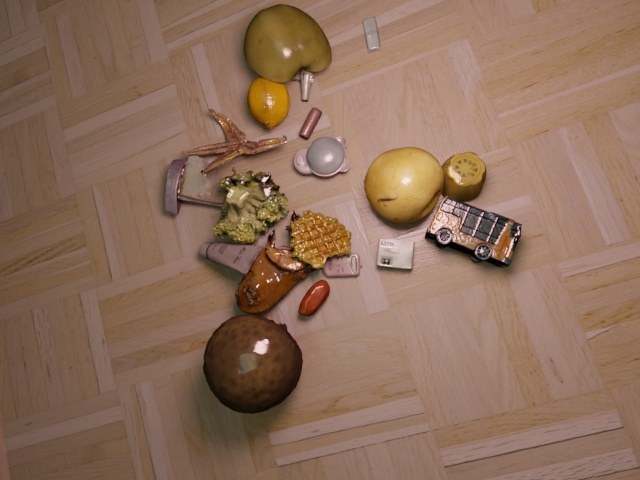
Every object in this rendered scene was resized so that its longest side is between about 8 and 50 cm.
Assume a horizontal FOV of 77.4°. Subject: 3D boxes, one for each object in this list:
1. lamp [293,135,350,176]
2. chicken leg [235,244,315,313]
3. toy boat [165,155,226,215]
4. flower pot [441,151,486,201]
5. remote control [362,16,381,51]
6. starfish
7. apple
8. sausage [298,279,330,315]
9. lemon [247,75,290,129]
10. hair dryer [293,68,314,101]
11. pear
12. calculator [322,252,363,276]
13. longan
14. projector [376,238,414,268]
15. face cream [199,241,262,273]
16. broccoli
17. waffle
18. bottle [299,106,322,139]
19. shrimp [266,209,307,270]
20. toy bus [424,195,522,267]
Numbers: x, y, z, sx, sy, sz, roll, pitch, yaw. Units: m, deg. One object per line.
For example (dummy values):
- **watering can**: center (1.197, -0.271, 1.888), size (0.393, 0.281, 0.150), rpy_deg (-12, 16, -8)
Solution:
- **lamp**: center (-0.001, -0.362, 1.740), size (0.246, 0.108, 0.179), rpy_deg (-8, 79, 11)
- **chicken leg**: center (-0.193, 0.127, 1.716), size (0.410, 0.182, 0.295), rpy_deg (-24, 64, 0)
- **toy boat**: center (-0.586, -0.264, 1.859), size (0.294, 0.111, 0.275), rpy_deg (-8, 86, -1)
- **flower pot**: center (0.563, -0.261, 1.580), size (0.195, 0.179, 0.194), rpy_deg (-2, 82, 11)
- **remote control**: center (0.230, -0.925, 1.790), size (0.061, 0.029, 0.162), rpy_deg (-11, 82, 9)
- **starfish**: center (-0.406, -0.437, 1.783), size (0.384, 0.132, 0.398), rpy_deg (-33, 60, -18)
- **apple**: center (-0.157, -0.864, 1.755), size (0.312, 0.320, 0.360), rpy_deg (-42, 69, 24)
- **sausage**: center (-0.025, 0.245, 1.696), size (0.089, 0.089, 0.179), rpy_deg (33, 82, 13)
- **lemon**: center (-0.231, -0.617, 1.773), size (0.189, 0.188, 0.256), rpy_deg (-7, 90, 11)
- **hair dryer**: center (-0.119, -0.711, 1.833), size (0.199, 0.067, 0.167), rpy_deg (-8, 88, 21)
- **pear**: center (0.325, -0.220, 1.570), size (0.310, 0.309, 0.308), rpy_deg (-1, 84, 11)
- **calculator**: center (0.094, 0.105, 1.711), size (0.175, 0.032, 0.100), rpy_deg (-3, 84, 11)
- **longan**: center (-0.264, 0.477, 1.579), size (0.392, 0.391, 0.390), rpy_deg (-1, 84, 11)
- **projector**: center (0.311, 0.057, 1.658), size (0.147, 0.061, 0.115), rpy_deg (6, 84, 12)
- **face cream**: center (-0.396, 0.064, 1.737), size (0.315, 0.089, 0.143), rpy_deg (9, 57, 33)
- **broccoli**: center (-0.328, -0.159, 1.691), size (0.348, 0.281, 0.293), rpy_deg (-38, 80, -9)
- **waffle**: center (-0.001, 0.001, 1.665), size (0.292, 0.051, 0.290), rpy_deg (8, 63, -16)
- **bottle**: center (-0.045, -0.525, 1.792), size (0.053, 0.053, 0.140), rpy_deg (28, 90, 13)
- **shrimp**: center (-0.145, 0.004, 1.701), size (0.178, 0.075, 0.289), rpy_deg (-6, 67, -9)
- **toy bus**: center (0.592, -0.030, 1.562), size (0.324, 0.162, 0.194), rpy_deg (23, 87, 15)
